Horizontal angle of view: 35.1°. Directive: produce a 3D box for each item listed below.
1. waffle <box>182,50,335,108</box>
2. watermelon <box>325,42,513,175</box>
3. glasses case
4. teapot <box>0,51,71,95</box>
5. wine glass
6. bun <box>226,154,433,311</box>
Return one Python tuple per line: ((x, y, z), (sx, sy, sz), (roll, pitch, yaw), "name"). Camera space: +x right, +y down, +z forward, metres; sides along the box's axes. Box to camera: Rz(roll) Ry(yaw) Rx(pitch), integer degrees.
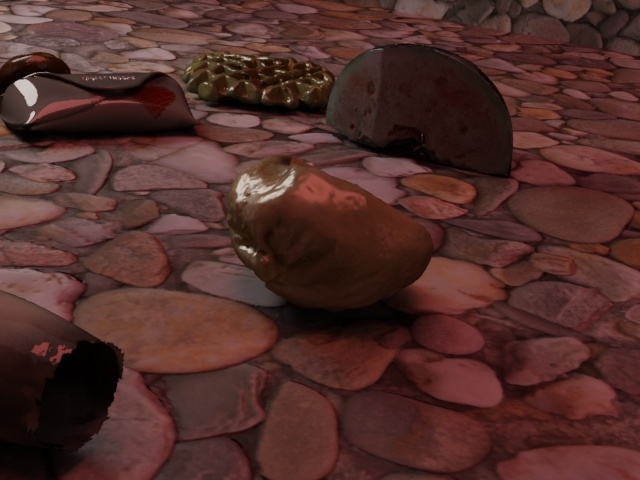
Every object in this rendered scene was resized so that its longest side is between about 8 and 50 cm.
((-0.114, -0.305, 1.914), (0.291, 0.056, 0.309), (5, 23, -5), "waffle")
((0.180, -0.238, 1.642), (0.321, 0.188, 0.175), (17, 28, 12), "watermelon")
((-0.337, -0.216, 1.586), (0.308, 0.083, 0.128), (-6, 24, -27), "glasses case")
((-0.484, -0.266, 1.703), (0.129, 0.078, 0.098), (-8, -17, -10), "teapot")
((-0.262, 0.093, 0.789), (0.204, 0.111, 0.111), (16, 24, 25), "wine glass")
((0.000, 0.000, 1.073), (0.229, 0.145, 0.229), (31, -2, 1), "bun")
